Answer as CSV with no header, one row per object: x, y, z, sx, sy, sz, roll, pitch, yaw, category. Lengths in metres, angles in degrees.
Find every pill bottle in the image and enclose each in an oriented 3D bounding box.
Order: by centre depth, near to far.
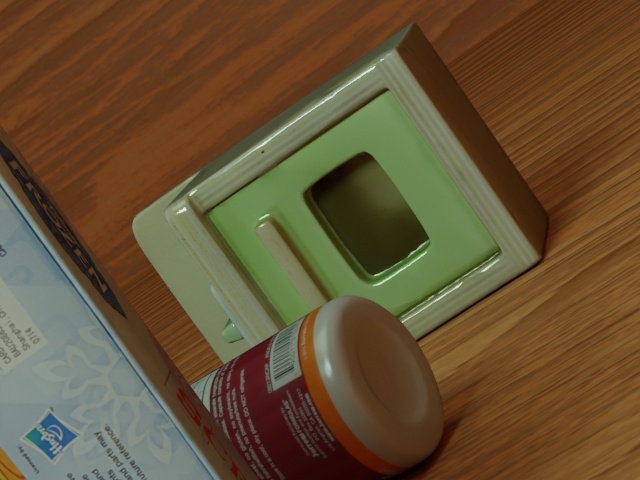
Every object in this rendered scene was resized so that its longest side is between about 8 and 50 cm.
-0.024,0.095,0.901,0.152,0.086,0.086,-32,8,29,pill bottle

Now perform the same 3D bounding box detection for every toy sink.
0.000,0.000,1.168,0.234,0.153,0.131,-33,8,16,toy sink

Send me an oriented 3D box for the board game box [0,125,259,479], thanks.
-0.191,0.113,0.613,0.318,0.319,0.066,-34,5,3,board game box
